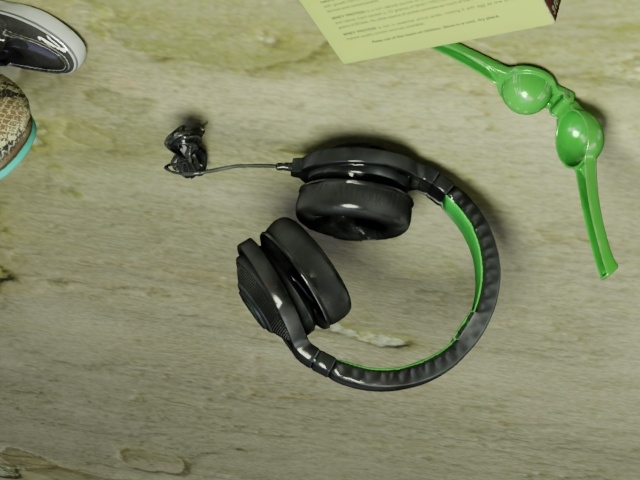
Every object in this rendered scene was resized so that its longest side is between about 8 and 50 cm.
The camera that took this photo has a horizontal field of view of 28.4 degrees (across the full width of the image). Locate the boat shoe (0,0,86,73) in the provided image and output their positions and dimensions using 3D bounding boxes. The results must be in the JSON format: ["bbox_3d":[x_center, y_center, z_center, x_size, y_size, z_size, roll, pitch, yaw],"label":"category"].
[{"bbox_3d":[-0.367,-0.218,1.344,0.228,0.076,0.080,23,147,-5],"label":"boat shoe"}]

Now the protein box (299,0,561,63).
[{"bbox_3d":[0.069,-0.269,0.989,0.200,0.136,0.201,-6,140,35],"label":"protein box"}]

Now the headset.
[{"bbox_3d":[0.000,0.000,1.360,0.394,0.243,0.185,34,167,4],"label":"headset"}]

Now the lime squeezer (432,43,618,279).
[{"bbox_3d":[0.197,-0.109,1.197,0.310,0.110,0.059,51,164,7],"label":"lime squeezer"}]

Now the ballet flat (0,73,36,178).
[{"bbox_3d":[-0.461,-0.152,1.311,0.182,0.164,0.483,49,162,-29],"label":"ballet flat"}]
